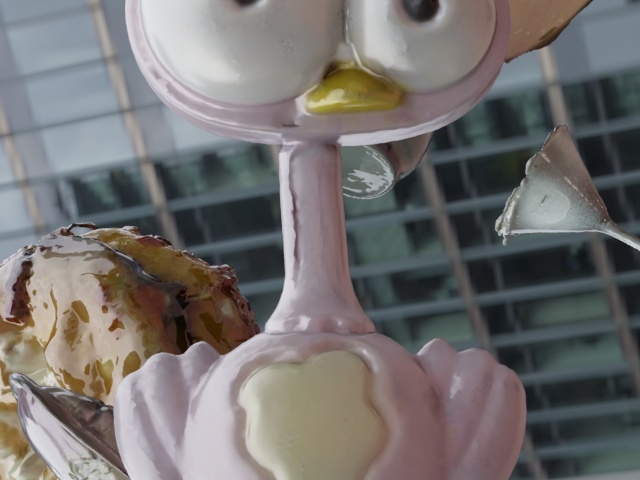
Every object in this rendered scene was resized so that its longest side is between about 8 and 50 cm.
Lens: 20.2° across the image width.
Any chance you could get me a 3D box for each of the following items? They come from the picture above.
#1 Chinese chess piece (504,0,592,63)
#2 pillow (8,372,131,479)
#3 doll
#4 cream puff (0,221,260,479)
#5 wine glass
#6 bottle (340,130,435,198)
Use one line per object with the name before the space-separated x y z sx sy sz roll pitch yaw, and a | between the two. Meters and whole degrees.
Chinese chess piece | 0.167 -0.260 1.402 0.104 0.257 0.257 41 -168 19
pillow | -0.050 0.138 0.781 0.232 0.038 0.130 42 164 -1
doll | 0.000 0.000 0.709 0.094 0.160 0.365 67 -157 -78
cream puff | -0.134 0.107 1.144 0.164 0.240 0.240 12 -111 -51
wine glass | 0.263 -0.012 1.598 0.122 0.183 0.122 -55 -13 -20
bottle | 0.051 -0.140 1.171 0.079 0.096 0.254 106 -176 -55
